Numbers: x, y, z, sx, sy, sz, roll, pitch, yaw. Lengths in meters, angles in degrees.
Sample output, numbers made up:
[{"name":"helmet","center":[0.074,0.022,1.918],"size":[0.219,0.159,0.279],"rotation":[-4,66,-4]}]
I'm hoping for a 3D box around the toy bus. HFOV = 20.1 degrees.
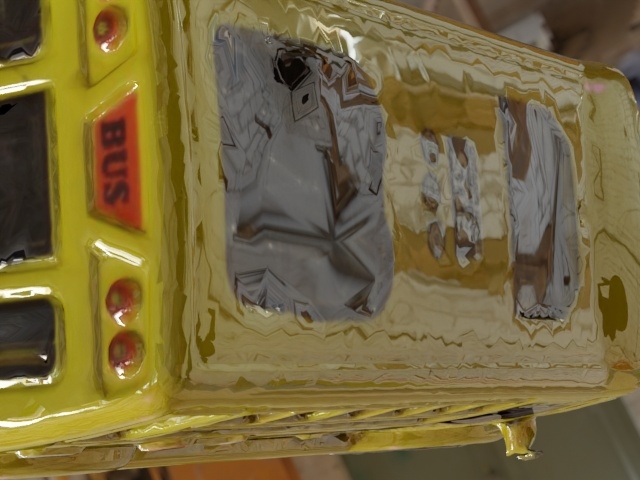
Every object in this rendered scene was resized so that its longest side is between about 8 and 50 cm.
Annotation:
[{"name":"toy bus","center":[0.000,0.000,0.548],"size":[0.151,0.145,0.331],"rotation":[-9,173,32]}]
